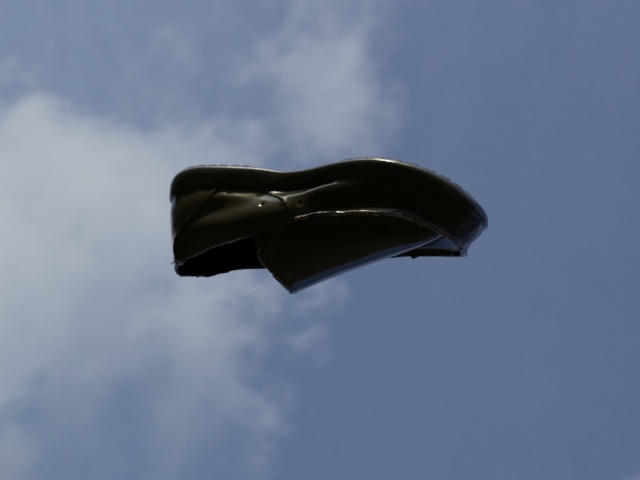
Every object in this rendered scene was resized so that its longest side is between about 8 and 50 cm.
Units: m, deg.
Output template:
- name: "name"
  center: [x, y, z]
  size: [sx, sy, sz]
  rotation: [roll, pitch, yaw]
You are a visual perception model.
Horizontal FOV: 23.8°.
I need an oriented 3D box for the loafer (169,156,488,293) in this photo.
- name: "loafer"
  center: [0.000, 0.000, 0.947]
  size: [0.220, 0.080, 0.078]
  rotation: [0, -114, 30]
